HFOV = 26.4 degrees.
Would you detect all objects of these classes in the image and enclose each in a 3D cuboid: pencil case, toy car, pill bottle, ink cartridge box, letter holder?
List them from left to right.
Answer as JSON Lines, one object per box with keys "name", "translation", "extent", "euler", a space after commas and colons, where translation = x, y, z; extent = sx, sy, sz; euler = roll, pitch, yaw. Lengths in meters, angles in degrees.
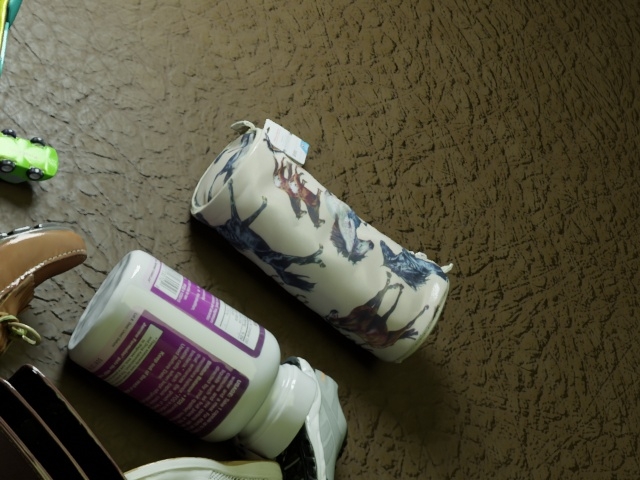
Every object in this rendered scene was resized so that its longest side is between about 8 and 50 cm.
{"name": "toy car", "translation": [-0.460, -0.121, 1.813], "extent": [0.225, 0.053, 0.239], "euler": [18, 51, -31]}
{"name": "letter holder", "translation": [-0.285, 0.285, 1.496], "extent": [0.302, 0.214, 0.152], "euler": [53, 43, 3]}
{"name": "pill bottle", "translation": [-0.161, 0.157, 1.773], "extent": [0.301, 0.169, 0.169], "euler": [34, 44, -14]}
{"name": "ink cartridge box", "translation": [-0.063, -0.153, 2.192], "extent": [0.083, 0.028, 0.048], "euler": [32, 44, -19]}
{"name": "pencil case", "translation": [0.000, 0.000, 2.034], "extent": [0.410, 0.160, 0.183], "euler": [38, 52, -12]}

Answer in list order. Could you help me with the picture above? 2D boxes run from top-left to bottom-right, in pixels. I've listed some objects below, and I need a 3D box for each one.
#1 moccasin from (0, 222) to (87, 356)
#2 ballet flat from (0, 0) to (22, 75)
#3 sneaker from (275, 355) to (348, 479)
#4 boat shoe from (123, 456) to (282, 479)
{"name": "moccasin", "translation": [-0.419, 0.098, 1.622], "extent": [0.147, 0.139, 0.380], "euler": [52, 42, 2]}
{"name": "ballet flat", "translation": [-0.471, -0.315, 1.937], "extent": [0.077, 0.077, 0.231], "euler": [14, 52, -12]}
{"name": "sneaker", "translation": [-0.005, 0.289, 1.868], "extent": [0.108, 0.100, 0.271], "euler": [24, 47, -32]}
{"name": "boat shoe", "translation": [-0.150, 0.332, 1.709], "extent": [0.277, 0.098, 0.096], "euler": [5, 57, -40]}
